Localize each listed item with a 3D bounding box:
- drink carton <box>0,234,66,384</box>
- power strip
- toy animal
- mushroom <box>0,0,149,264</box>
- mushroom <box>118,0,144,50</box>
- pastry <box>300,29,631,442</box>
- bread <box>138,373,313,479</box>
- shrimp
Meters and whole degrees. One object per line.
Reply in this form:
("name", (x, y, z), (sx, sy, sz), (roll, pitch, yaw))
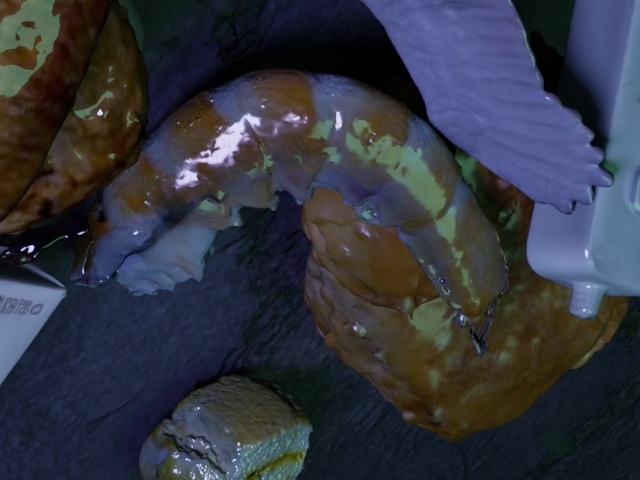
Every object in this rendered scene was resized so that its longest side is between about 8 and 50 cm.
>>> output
("drink carton", (-0.318, 0.044, 1.065), (0.194, 0.132, 0.324), (-52, 149, 14))
("power strip", (0.214, -0.133, 1.332), (0.091, 0.062, 0.385), (22, 75, -41))
("toy animal", (0.100, -0.177, 1.159), (0.302, 0.225, 0.284), (12, 159, -21))
("mushroom", (-0.174, -0.111, 0.954), (0.195, 0.263, 0.283), (2, 125, -9))
("mushroom", (-0.136, -0.133, 1.134), (0.085, 0.085, 0.079), (96, 8, -46))
("pastry", (0.102, -0.010, 1.450), (0.255, 0.162, 0.311), (-20, 132, -17))
("bread", (-0.087, 0.179, 1.510), (0.110, 0.103, 0.156), (1, 120, -56))
("shrimp", (-0.007, -0.026, 1.285), (0.287, 0.068, 0.185), (8, 125, -12))
